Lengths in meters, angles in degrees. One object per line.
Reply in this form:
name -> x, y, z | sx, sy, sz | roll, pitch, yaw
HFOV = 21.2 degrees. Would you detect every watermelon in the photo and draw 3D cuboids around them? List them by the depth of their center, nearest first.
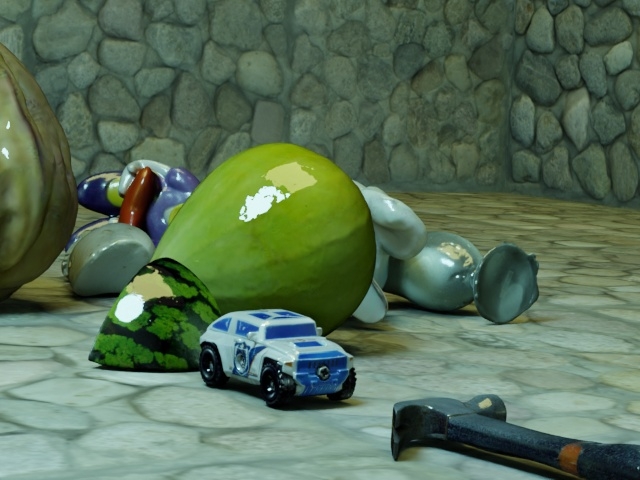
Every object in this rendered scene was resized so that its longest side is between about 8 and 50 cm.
watermelon -> -0.166, 0.089, 1.633 | 0.135, 0.125, 0.094 | -21, -14, -29

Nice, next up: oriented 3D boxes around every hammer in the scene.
hammer -> 0.161, 0.150, 1.221 | 0.137, 0.037, 0.290 | -1, 6, -37

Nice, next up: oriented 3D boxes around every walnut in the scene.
walnut -> -0.436, -0.096, 1.937 | 0.306, 0.344, 0.306 | -15, -10, -3

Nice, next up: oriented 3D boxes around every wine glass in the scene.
wine glass -> 0.156, 0.038, 2.083 | 0.103, 0.103, 0.222 | -1, 8, -36

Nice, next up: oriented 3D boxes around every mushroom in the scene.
mushroom -> -0.270, 0.019, 2.156 | 0.116, 0.093, 0.225 | -20, 14, -9

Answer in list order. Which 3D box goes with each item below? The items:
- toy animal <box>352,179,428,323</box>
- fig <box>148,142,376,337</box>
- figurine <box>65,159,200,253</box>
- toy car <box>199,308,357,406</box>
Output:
toy animal -> -0.015, 0.000, 2.018 | 0.249, 0.174, 0.289 | 2, 6, -12
fig -> -0.055, 0.019, 1.745 | 0.207, 0.230, 0.207 | 41, -11, 9
figurine -> -0.190, -0.020, 2.337 | 0.193, 0.154, 0.421 | 15, -5, -28
toy car -> -0.044, 0.099, 1.503 | 0.080, 0.070, 0.170 | -2, 8, -34
